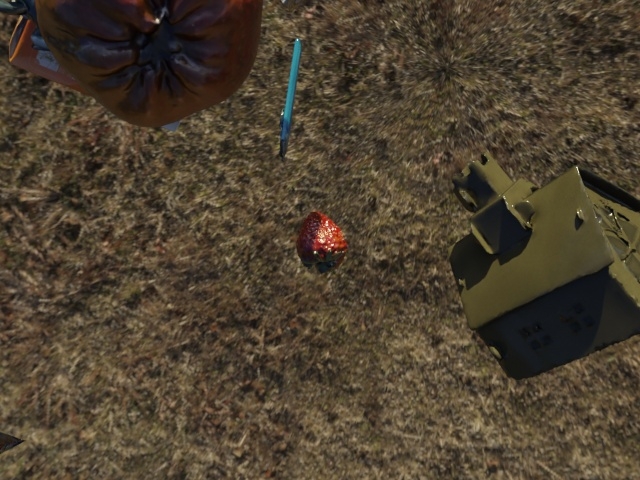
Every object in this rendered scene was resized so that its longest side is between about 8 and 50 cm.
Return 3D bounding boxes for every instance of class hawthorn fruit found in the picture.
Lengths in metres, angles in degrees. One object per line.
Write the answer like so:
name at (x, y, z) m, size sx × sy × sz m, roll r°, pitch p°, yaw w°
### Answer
hawthorn fruit at (-0.215, -0.307, 0.821) m, size 0.276 × 0.298 × 0.277 m, roll -6°, pitch 136°, yaw -6°

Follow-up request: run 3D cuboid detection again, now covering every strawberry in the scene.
strawberry at (0.006, 0.002, 1.493) m, size 0.131 × 0.148 × 0.131 m, roll 11°, pitch 144°, yaw 8°

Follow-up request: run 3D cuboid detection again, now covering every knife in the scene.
knife at (-0.073, -0.334, 1.492) m, size 0.026 × 0.044 × 0.297 m, roll 6°, pitch 84°, yaw 13°

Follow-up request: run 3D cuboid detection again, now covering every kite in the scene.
kite at (-0.324, 0.194, 0.590) m, size 0.122 × 0.090 × 0.004 m, roll -59°, pitch 47°, yaw 40°

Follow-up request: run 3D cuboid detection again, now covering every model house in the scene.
model house at (0.264, -0.007, 0.755) m, size 0.243 × 0.204 × 0.211 m, roll 51°, pitch 137°, yaw 2°

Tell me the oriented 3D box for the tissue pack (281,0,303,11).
tissue pack at (-0.032, -0.410, 1.004) m, size 0.083 × 0.063 × 0.035 m, roll -42°, pitch 88°, yaw 12°

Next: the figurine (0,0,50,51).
figurine at (-0.474, -0.439, 0.982) m, size 0.193 × 0.140 × 0.265 m, roll 13°, pitch 105°, yaw 22°

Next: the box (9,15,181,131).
box at (-0.434, -0.384, 1.288) m, size 0.341 × 0.225 × 0.143 m, roll 19°, pitch 115°, yaw -29°
